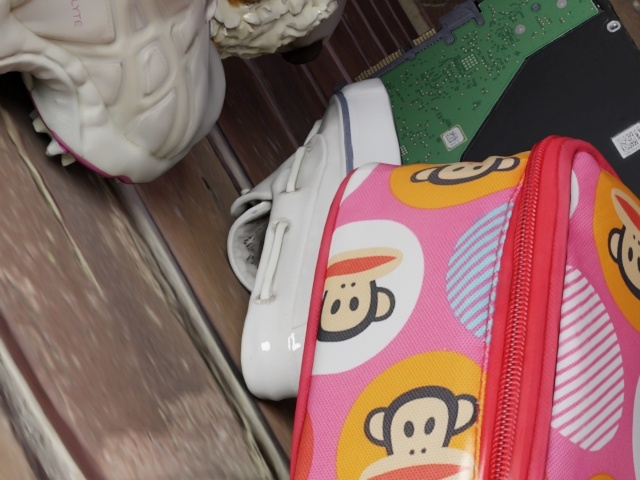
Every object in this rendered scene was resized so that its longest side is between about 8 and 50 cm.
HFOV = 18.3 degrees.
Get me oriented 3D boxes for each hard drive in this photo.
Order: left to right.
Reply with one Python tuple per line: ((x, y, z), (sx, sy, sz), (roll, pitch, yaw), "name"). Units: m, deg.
((0.167, -0.039, 1.500), (0.064, 0.237, 0.339), (46, 14, -56), "hard drive")

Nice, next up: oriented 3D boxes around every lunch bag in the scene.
((0.088, 0.130, 0.764), (0.293, 0.120, 0.258), (51, 40, -47), "lunch bag")

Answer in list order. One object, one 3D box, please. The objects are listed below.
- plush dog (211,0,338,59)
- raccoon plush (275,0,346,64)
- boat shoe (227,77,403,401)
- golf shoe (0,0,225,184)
((-0.064, -0.193, 0.964), (0.210, 0.262, 0.225), (4, -57, 56), "plush dog")
((-0.079, -0.319, 1.219), (0.446, 0.216, 0.299), (59, 14, 4), "raccoon plush")
((0.000, 0.000, 0.945), (0.267, 0.088, 0.096), (-92, 174, -61), "boat shoe")
((-0.073, -0.106, 0.738), (0.115, 0.140, 0.306), (59, 7, 15), "golf shoe")
